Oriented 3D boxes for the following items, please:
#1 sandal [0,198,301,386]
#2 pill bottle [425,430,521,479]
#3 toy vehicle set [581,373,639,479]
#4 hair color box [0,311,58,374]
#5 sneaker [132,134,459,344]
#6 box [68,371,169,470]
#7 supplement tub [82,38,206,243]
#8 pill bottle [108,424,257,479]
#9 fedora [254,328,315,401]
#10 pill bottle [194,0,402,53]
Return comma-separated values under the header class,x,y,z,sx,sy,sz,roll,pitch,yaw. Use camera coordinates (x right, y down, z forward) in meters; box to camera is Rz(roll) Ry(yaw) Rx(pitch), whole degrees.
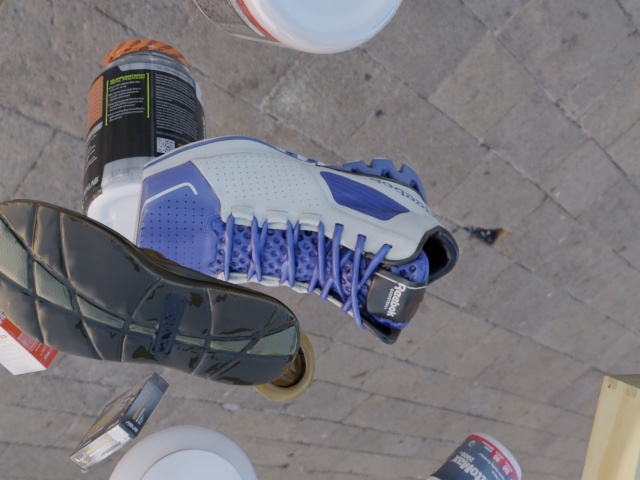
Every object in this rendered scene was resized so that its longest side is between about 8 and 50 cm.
class,x,y,z,sx,sy,sz,roll,pitch,yaw
sandal,-0.118,0.036,0.434,0.219,0.060,0.090,18,101,-18
pill bottle,0.233,0.412,1.046,0.180,0.108,0.108,-36,144,-24
toy vehicle set,0.290,0.182,0.468,0.266,0.035,0.166,6,96,-30
hair color box,-0.545,0.156,1.101,0.093,0.053,0.167,-13,126,28
sneaker,0.001,0.000,0.571,0.315,0.182,0.128,-2,121,-25
box,-0.494,0.443,1.568,0.231,0.183,0.056,-36,106,30
supplement tub,-0.284,-0.165,1.051,0.193,0.316,0.194,-6,151,-4
pill bottle,-0.180,0.329,0.804,0.181,0.182,0.323,-9,164,-21
fedora,-0.106,0.274,1.463,0.194,0.194,0.079,5,166,-32
pill bottle,-0.058,-0.356,0.804,0.210,0.363,0.210,-9,113,-22
